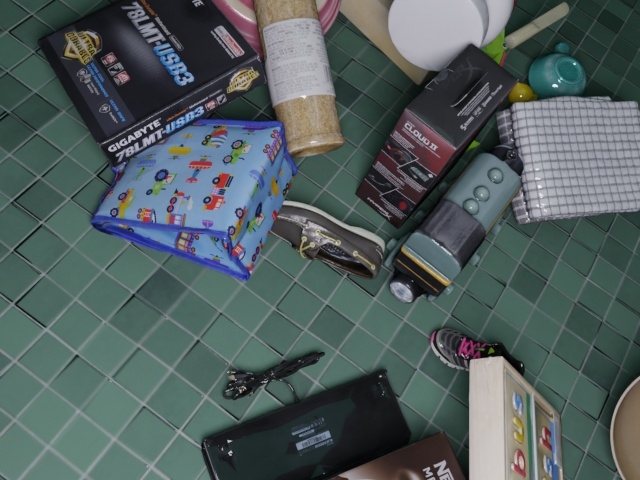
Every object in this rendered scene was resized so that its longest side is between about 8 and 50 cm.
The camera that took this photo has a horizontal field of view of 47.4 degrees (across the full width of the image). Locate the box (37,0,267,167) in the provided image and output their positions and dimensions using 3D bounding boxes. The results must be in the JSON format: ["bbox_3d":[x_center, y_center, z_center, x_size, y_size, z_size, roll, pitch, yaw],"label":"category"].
[{"bbox_3d":[-0.287,-0.302,1.230,0.293,0.073,0.295,-31,59,-8],"label":"box"}]

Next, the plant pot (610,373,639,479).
[{"bbox_3d":[0.631,0.302,1.178,0.284,0.284,0.191,51,25,13],"label":"plant pot"}]

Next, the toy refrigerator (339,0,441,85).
[{"bbox_3d":[0.155,-0.454,1.520,0.269,0.094,0.102,46,52,10],"label":"toy refrigerator"}]

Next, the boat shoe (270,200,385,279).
[{"bbox_3d":[0.000,0.000,1.231,0.227,0.081,0.069,19,55,-9],"label":"boat shoe"}]

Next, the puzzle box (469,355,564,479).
[{"bbox_3d":[0.283,0.399,1.022,0.272,0.052,0.409,40,46,-44],"label":"puzzle box"}]

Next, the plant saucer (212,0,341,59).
[{"bbox_3d":[-0.104,-0.522,1.406,0.332,0.084,0.332,1,87,-19],"label":"plant saucer"}]

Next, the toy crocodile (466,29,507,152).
[{"bbox_3d":[0.318,-0.327,1.488,0.105,0.115,0.341,30,60,-8],"label":"toy crocodile"}]

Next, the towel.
[{"bbox_3d":[0.491,-0.156,1.415,0.283,0.121,0.235,-6,81,-18],"label":"towel"}]

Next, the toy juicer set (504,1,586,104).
[{"bbox_3d":[0.478,-0.340,1.560,0.209,0.089,0.329,-12,77,-16],"label":"toy juicer set"}]

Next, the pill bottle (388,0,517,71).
[{"bbox_3d":[0.273,-0.504,1.398,0.229,0.229,0.408,29,50,0],"label":"pill bottle"}]

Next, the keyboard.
[{"bbox_3d":[-0.029,0.268,1.109,0.317,0.033,0.202,-15,74,-25],"label":"keyboard"}]

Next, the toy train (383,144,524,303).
[{"bbox_3d":[0.240,-0.032,1.257,0.142,0.190,0.334,40,59,6],"label":"toy train"}]

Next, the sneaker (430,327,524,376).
[{"bbox_3d":[0.267,0.190,1.214,0.170,0.075,0.063,30,58,1],"label":"sneaker"}]

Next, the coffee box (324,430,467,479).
[{"bbox_3d":[0.065,0.402,1.011,0.297,0.119,0.168,-16,68,-24],"label":"coffee box"}]

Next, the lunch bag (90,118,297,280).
[{"bbox_3d":[-0.218,-0.091,1.171,0.293,0.138,0.221,14,62,18],"label":"lunch bag"}]

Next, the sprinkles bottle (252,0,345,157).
[{"bbox_3d":[-0.046,-0.332,1.303,0.121,0.121,0.356,-11,89,-22],"label":"sprinkles bottle"}]

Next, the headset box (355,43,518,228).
[{"bbox_3d":[0.202,-0.184,1.268,0.110,0.293,0.218,40,58,7],"label":"headset box"}]
